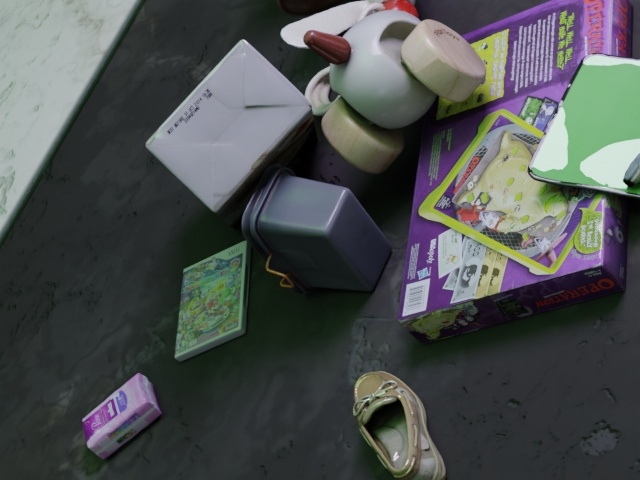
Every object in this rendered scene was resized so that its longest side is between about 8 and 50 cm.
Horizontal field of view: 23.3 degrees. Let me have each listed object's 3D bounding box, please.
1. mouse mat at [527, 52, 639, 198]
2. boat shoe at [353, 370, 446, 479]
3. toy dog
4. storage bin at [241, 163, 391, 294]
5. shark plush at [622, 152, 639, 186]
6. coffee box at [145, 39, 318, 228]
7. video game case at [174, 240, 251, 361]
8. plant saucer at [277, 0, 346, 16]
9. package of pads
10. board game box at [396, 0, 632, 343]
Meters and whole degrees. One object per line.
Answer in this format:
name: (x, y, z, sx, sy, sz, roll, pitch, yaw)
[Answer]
mouse mat: (0.288, -0.096, 1.336, 0.189, 0.007, 0.153, 12, 59, 31)
boat shoe: (0.060, 0.159, 1.333, 0.056, 0.048, 0.153, -37, 38, 11)
toy dog: (0.038, -0.216, 1.551, 0.220, 0.161, 0.334, -54, 27, 8)
storage bin: (0.000, 0.000, 1.480, 0.091, 0.135, 0.098, 8, 62, 37)
shark plush: (0.311, -0.100, 1.278, 0.073, 0.067, 0.161, 29, 68, 38)
coffee box: (-0.083, -0.101, 1.565, 0.141, 0.098, 0.246, -47, -3, -1)
video game case: (-0.112, 0.063, 1.621, 0.087, 0.011, 0.122, -25, 41, 26)
plant saucer: (0.027, -0.326, 1.710, 0.198, 0.198, 0.036, -38, 73, 11)
package of pads: (-0.203, 0.179, 1.584, 0.083, 0.032, 0.050, -39, 35, 9)
board game box: (0.185, -0.078, 1.439, 0.208, 0.056, 0.347, -21, 43, 36)
